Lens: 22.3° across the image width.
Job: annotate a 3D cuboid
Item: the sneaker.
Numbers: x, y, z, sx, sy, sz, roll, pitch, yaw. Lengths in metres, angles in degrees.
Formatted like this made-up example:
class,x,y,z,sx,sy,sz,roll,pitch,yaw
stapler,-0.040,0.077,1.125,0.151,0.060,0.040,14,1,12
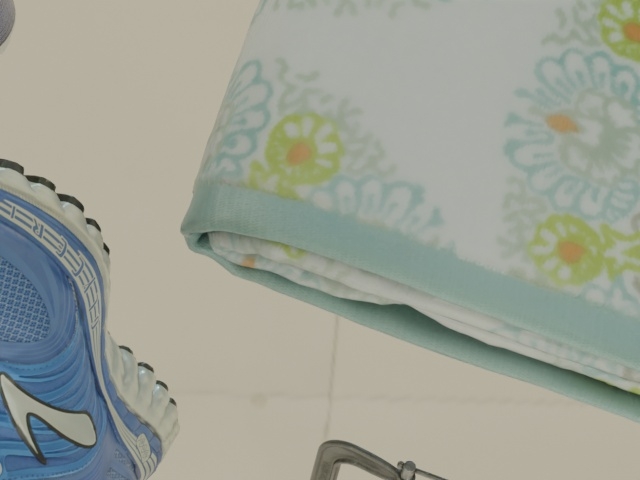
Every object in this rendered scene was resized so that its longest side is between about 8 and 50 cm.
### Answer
class,x,y,z,sx,sy,sz,roll,pitch,yaw
sneaker,-0.162,0.074,0.759,0.130,0.147,0.330,5,146,22

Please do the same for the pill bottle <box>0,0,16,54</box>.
class,x,y,z,sx,sy,sz,roll,pitch,yaw
pill bottle,-0.243,-0.160,1.099,0.067,0.120,0.067,0,79,-2

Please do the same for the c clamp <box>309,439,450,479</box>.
class,x,y,z,sx,sy,sz,roll,pitch,yaw
c clamp,0.053,0.237,1.513,0.137,0.022,0.160,27,146,3

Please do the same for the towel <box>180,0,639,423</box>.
class,x,y,z,sx,sy,sz,roll,pitch,yaw
towel,0.140,-0.077,0.963,0.375,0.320,0.090,20,157,-5
